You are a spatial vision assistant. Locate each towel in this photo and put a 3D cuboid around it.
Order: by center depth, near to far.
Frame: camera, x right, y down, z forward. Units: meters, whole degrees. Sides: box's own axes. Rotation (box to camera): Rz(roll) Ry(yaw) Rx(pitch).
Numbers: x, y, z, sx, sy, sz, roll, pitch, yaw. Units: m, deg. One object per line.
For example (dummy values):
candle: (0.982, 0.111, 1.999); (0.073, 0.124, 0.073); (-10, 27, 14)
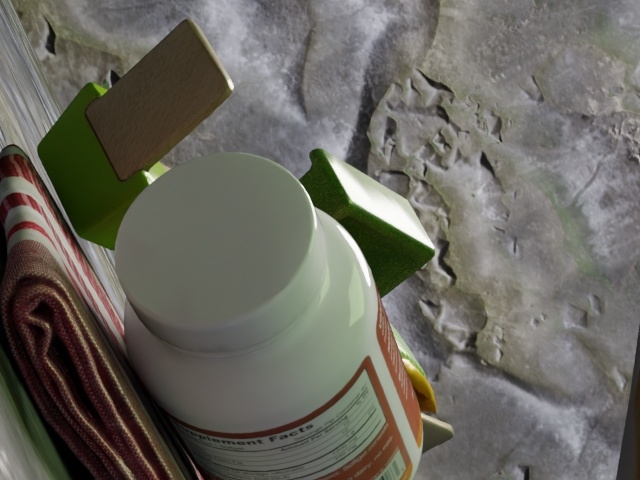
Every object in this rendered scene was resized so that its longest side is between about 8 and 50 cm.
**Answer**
towel: (-0.103, 0.081, 0.843); (0.237, 0.037, 0.329); (64, -5, -17)

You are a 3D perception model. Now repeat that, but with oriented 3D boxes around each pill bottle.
pill bottle: (-0.024, 0.055, 0.817); (0.121, 0.121, 0.216); (62, -4, 35)

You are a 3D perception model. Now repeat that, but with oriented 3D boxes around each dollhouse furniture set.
dollhouse furniture set: (0.000, 0.000, 1.050); (0.301, 0.151, 0.197); (28, 25, -52)

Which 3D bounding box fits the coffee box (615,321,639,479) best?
coffee box: (0.226, 0.146, 0.271); (0.334, 0.338, 0.337); (87, 7, -49)
